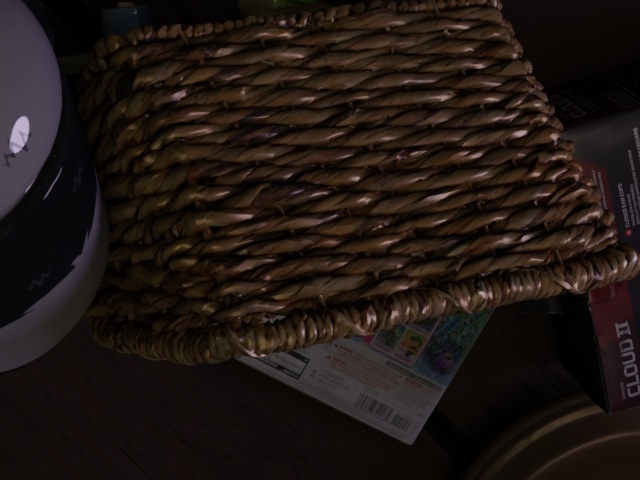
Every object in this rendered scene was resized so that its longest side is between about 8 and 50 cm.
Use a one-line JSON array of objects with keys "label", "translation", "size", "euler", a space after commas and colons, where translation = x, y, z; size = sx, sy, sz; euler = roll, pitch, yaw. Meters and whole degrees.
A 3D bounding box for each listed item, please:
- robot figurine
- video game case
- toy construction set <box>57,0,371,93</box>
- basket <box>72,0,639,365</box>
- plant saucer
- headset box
[{"label": "robot figurine", "translation": [-0.206, -0.031, 0.913], "size": [0.174, 0.278, 0.209], "euler": [-17, 64, -6]}, {"label": "video game case", "translation": [0.036, 0.056, 1.268], "size": [0.157, 0.019, 0.143], "euler": [28, 98, -17]}, {"label": "toy construction set", "translation": [-0.075, -0.219, 1.093], "size": [0.215, 0.151, 0.327], "euler": [-13, 118, -34]}, {"label": "basket", "translation": [0.000, 0.000, 1.085], "size": [0.299, 0.223, 0.213], "euler": [-11, 154, -29]}, {"label": "plant saucer", "translation": [0.227, 0.234, 1.326], "size": [0.278, 0.041, 0.277], "euler": [-3, 115, -7]}, {"label": "headset box", "translation": [0.275, -0.021, 1.246], "size": [0.293, 0.110, 0.218], "euler": [-17, 109, -7]}]
